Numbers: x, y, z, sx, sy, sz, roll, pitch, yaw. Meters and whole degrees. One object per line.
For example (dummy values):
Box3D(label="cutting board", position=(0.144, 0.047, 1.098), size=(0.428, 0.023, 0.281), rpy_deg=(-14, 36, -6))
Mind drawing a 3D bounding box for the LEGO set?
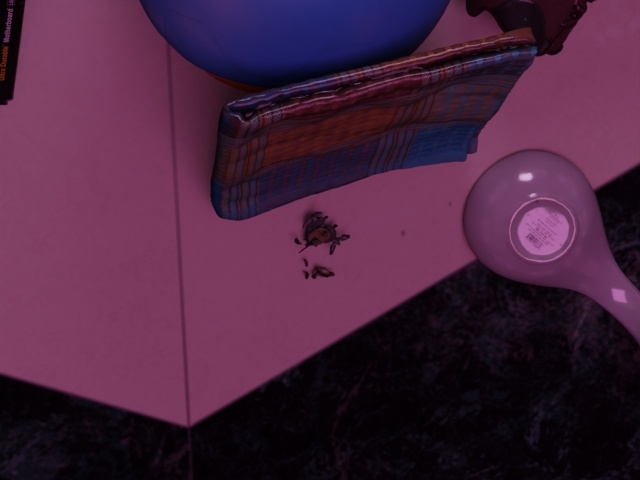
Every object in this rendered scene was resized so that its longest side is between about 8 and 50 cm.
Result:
Box3D(label="LEGO set", position=(-0.003, 0.001, 1.891), size=(0.054, 0.023, 0.083), rpy_deg=(11, 125, -17))

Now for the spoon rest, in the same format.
Box3D(label="spoon rest", position=(0.262, 0.021, 1.948), size=(0.276, 0.084, 0.137), rpy_deg=(43, 98, -15))

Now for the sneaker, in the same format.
Box3D(label="sneaker", position=(0.265, -0.253, 1.799), size=(0.281, 0.106, 0.162), rpy_deg=(0, 121, -3))

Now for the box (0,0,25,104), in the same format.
Box3D(label="box", position=(-0.370, -0.242, 1.561), size=(0.257, 0.079, 0.322), rpy_deg=(-1, 144, -17))

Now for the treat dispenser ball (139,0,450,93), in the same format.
Box3D(label="treat dispenser ball", position=(-0.021, -0.263, 1.600), size=(0.288, 0.288, 0.288), rpy_deg=(-6, 117, -12))

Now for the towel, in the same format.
Box3D(label="towel", position=(0.036, -0.095, 1.682), size=(0.271, 0.370, 0.040), rpy_deg=(-15, 82, -7))
